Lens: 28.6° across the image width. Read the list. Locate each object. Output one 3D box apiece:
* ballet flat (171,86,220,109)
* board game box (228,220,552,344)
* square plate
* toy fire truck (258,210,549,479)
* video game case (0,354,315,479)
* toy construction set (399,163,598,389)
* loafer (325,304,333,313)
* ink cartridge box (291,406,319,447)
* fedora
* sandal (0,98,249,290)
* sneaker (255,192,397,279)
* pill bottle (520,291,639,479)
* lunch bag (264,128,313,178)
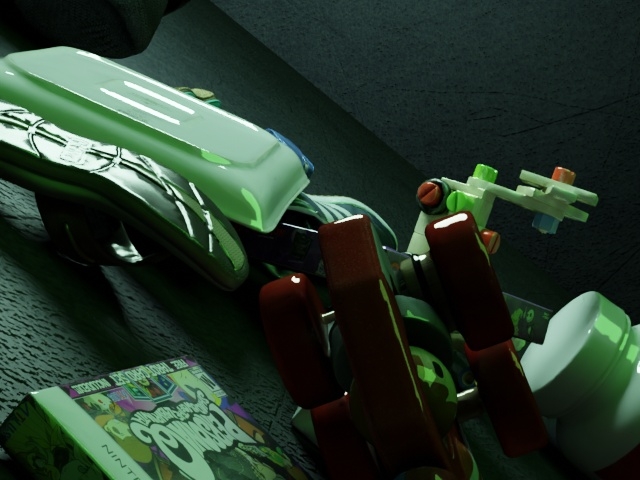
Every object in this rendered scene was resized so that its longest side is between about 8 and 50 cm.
[{"bbox_3d":[-0.192,-0.173,1.678,0.067,0.073,0.206,13,5,9],"label":"ballet flat"},{"bbox_3d":[0.079,0.043,1.338,0.208,0.056,0.347,19,-1,38],"label":"board game box"},{"bbox_3d":[-0.180,-0.122,1.297,0.347,0.049,0.344,24,12,1],"label":"square plate"},{"bbox_3d":[0.077,0.140,0.887,0.254,0.169,0.302,-104,173,-51],"label":"toy fire truck"},{"bbox_3d":[-0.067,0.165,0.782,0.210,0.042,0.232,44,12,13],"label":"video game case"},{"bbox_3d":[0.210,0.031,1.597,0.215,0.328,0.151,19,-17,36],"label":"toy construction set"},{"bbox_3d":[0.069,0.110,1.316,0.096,0.084,0.267,36,11,-17],"label":"loafer"},{"bbox_3d":[0.039,0.121,1.131,0.060,0.104,0.180,40,11,0],"label":"ink cartridge box"},{"bbox_3d":[-0.302,-0.341,1.612,0.334,0.334,0.153,30,49,-41],"label":"fedora"},{"bbox_3d":[-0.199,-0.032,1.046,0.302,0.086,0.120,24,18,-2],"label":"sandal"},{"bbox_3d":[0.000,0.000,1.483,0.282,0.099,0.153,24,13,-33],"label":"sneaker"},{"bbox_3d":[0.464,0.256,1.655,0.407,0.229,0.229,38,11,-6],"label":"pill bottle"},{"bbox_3d":[-0.055,-0.107,1.810,0.065,0.067,0.098,29,17,-42],"label":"lunch bag"}]
